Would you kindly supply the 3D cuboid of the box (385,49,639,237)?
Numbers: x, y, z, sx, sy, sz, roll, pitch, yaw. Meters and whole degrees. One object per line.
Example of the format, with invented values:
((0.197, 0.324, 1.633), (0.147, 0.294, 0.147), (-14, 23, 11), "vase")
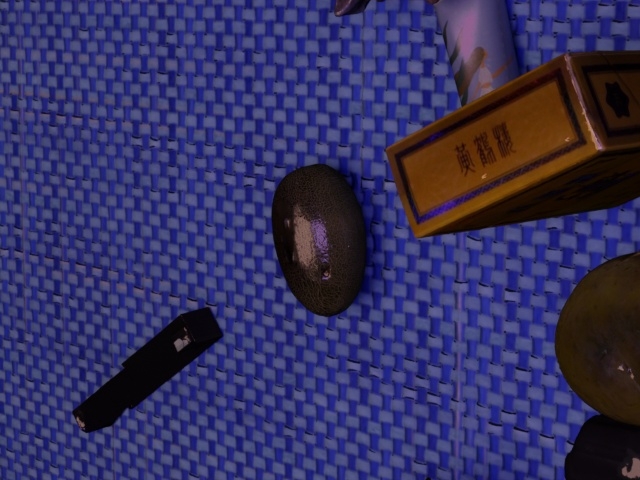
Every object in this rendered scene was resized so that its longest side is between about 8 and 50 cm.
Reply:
((0.224, -0.083, 1.270), (0.193, 0.301, 0.084), (-28, 77, 41), "box")

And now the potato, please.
((0.309, 0.081, 1.337), (0.248, 0.143, 0.169), (-22, 87, 50), "potato")

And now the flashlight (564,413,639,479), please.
((0.398, 0.217, 1.308), (0.424, 0.103, 0.103), (8, 103, 42), "flashlight")

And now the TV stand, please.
((-0.214, 0.161, 1.873), (0.256, 0.049, 0.040), (-39, 73, 38), "TV stand")

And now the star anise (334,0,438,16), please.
((0.063, -0.339, 1.503), (0.236, 0.109, 0.223), (-6, 102, 25), "star anise")

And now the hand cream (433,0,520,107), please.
((0.163, -0.151, 1.490), (0.088, 0.055, 0.256), (-19, 78, 42), "hand cream")

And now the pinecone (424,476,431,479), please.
((0.120, 0.346, 1.492), (0.264, 0.264, 0.264), (9, 103, 40), "pinecone")

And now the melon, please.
((0.000, 0.000, 1.623), (0.099, 0.099, 0.162), (-12, 89, 42), "melon")
